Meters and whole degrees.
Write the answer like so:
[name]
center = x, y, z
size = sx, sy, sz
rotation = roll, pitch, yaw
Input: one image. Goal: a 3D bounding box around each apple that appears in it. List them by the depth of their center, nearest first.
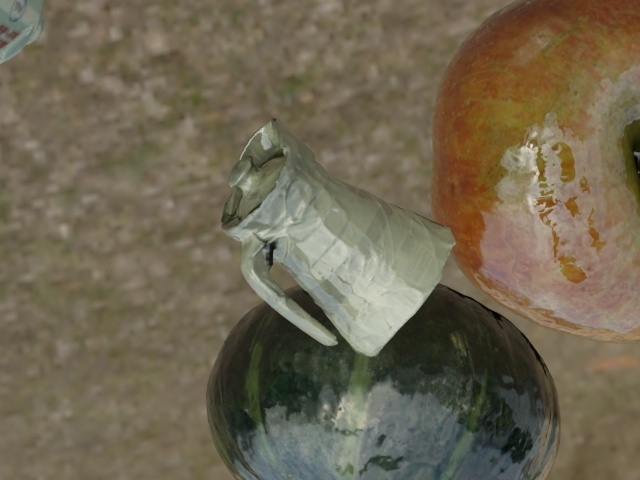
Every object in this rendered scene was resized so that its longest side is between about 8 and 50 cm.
[apple]
center = 0.211, -0.059, 1.468
size = 0.309, 0.277, 0.250
rotation = 42, 167, -26

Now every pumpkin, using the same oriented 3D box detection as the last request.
[pumpkin]
center = 0.030, 0.079, 0.883
size = 0.167, 0.125, 0.167
rotation = 26, 163, 9

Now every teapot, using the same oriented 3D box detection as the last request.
[teapot]
center = 0.000, 0.000, 0.682
size = 0.083, 0.067, 0.057
rotation = 38, 148, -14

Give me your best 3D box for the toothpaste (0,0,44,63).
[toothpaste]
center = -0.155, -0.097, 0.626
size = 0.069, 0.047, 0.268
rotation = -42, 166, 9
